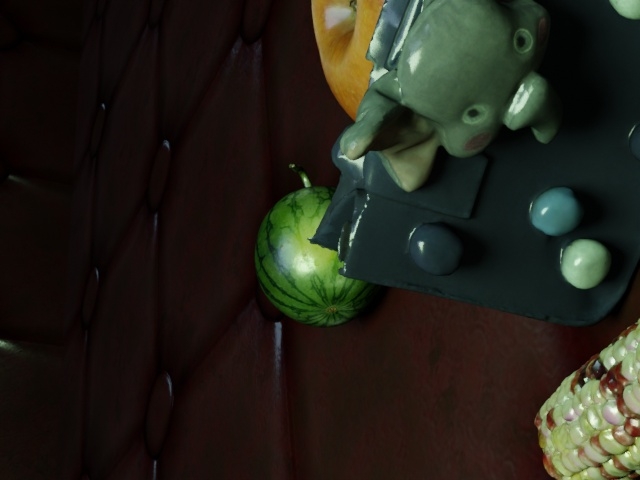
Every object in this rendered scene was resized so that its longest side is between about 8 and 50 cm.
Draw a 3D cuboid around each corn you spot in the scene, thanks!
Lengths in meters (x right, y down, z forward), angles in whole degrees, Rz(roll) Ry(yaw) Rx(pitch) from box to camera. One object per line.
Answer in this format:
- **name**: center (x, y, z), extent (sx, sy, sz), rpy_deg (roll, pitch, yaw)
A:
- **corn**: center (0.218, 0.077, 0.601), extent (0.280, 0.092, 0.092), rpy_deg (129, 143, -49)

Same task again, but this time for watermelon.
- **watermelon**: center (0.000, 0.000, 1.054), extent (0.141, 0.140, 0.187), rpy_deg (-53, 32, 44)

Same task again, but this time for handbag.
- **handbag**: center (0.136, -0.108, 0.643), extent (0.118, 0.269, 0.326), rpy_deg (49, 125, 57)

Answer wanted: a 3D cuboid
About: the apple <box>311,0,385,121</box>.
- **apple**: center (0.103, -0.192, 0.831), extent (0.272, 0.206, 0.252), rpy_deg (-110, 36, -47)
